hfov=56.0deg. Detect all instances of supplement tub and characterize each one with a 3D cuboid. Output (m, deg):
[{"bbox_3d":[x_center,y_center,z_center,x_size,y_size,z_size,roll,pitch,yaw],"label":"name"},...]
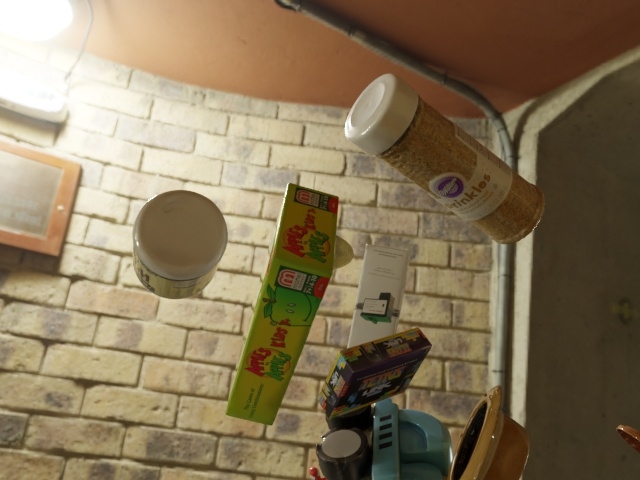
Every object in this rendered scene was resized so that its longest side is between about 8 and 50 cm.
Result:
[{"bbox_3d":[-0.383,0.026,1.616,0.235,0.236,0.325,12,-22,-13],"label":"supplement tub"}]

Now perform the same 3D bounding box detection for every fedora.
[{"bbox_3d":[0.250,0.309,0.876,0.079,0.194,0.194,25,-18,10],"label":"fedora"}]

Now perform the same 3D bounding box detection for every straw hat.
[{"bbox_3d":[0.000,0.000,1.222,0.144,0.061,0.145,6,-37,5],"label":"straw hat"}]

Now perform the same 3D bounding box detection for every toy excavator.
[{"bbox_3d":[0.224,0.479,1.189,0.444,0.223,0.433,-7,21,8],"label":"toy excavator"}]

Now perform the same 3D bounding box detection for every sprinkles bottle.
[{"bbox_3d":[0.209,-0.124,0.979,0.355,0.121,0.121,30,-28,-25],"label":"sprinkles bottle"}]

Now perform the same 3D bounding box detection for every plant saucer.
[{"bbox_3d":[0.453,0.288,0.838,0.083,0.013,0.083,43,-3,3],"label":"plant saucer"}]

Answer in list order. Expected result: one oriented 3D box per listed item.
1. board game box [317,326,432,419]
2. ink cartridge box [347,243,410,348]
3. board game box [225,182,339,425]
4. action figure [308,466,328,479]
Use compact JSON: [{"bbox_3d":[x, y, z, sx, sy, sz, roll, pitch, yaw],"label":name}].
[{"bbox_3d":[0.093,0.227,1.032,0.170,0.048,0.141,-11,-40,-31],"label":"board game box"},{"bbox_3d":[0.125,0.122,1.256,0.092,0.220,0.160,10,1,9],"label":"ink cartridge box"},{"bbox_3d":[-0.033,0.056,0.484,0.043,0.092,0.181,15,-52,-7],"label":"board game box"},{"bbox_3d":[0.053,0.677,1.451,0.091,0.281,0.139,-29,-12,-14],"label":"action figure"}]
